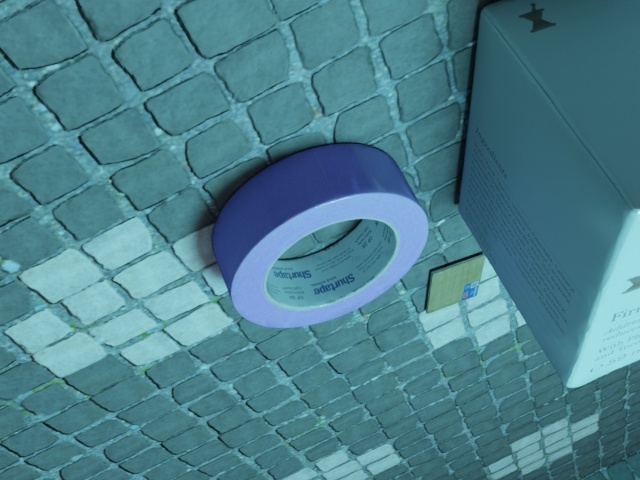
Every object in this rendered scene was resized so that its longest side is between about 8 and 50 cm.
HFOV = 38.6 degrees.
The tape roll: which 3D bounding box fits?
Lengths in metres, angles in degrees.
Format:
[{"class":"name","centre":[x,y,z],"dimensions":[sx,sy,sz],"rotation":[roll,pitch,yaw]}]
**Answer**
[{"class":"tape roll","centre":[0.000,0.000,1.200],"dimensions":[0.274,0.090,0.275],"rotation":[-17,146,-12]}]

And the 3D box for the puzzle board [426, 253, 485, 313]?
[{"class":"puzzle board","centre":[0.223,0.072,1.521],"dimensions":[0.096,0.011,0.128],"rotation":[-19,147,-11]}]

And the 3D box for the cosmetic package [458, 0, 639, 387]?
[{"class":"cosmetic package","centre":[0.392,-0.087,1.119],"dimensions":[0.329,0.328,0.394],"rotation":[-19,146,-9]}]
